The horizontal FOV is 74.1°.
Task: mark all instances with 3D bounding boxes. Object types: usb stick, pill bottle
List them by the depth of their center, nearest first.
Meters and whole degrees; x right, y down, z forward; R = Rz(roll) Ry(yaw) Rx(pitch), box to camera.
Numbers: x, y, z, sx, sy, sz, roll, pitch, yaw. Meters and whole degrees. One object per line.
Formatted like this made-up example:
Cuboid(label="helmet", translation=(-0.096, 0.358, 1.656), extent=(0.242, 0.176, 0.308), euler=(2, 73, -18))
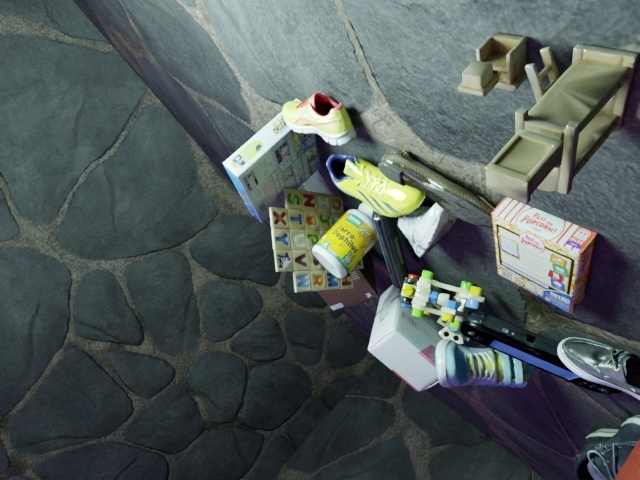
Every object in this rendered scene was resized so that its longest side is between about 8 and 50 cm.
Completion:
Cuboid(label="usb stick", translation=(0.191, 0.017, 1.138), extent=(0.045, 0.077, 0.278), euler=(-1, 133, 26))
Cuboid(label="pill bottle", translation=(0.086, -0.010, 1.152), extent=(0.117, 0.208, 0.118), euler=(41, 167, 12))

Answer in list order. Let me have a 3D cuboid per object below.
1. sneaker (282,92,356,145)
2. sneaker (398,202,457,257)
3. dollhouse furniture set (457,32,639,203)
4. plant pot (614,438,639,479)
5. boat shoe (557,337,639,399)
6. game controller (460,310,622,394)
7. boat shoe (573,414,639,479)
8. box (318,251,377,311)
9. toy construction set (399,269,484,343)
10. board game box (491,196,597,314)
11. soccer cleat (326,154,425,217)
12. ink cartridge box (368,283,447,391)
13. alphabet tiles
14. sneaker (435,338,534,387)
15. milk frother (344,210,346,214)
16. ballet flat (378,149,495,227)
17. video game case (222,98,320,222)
Cuboid(label="sneaker", translation=(-0.009, -0.281, 0.915), extent=(0.208, 0.081, 0.094), euler=(28, 153, 36))
Cuboid(label="sneaker", translation=(0.216, -0.039, 0.923), extent=(0.115, 0.090, 0.232), euler=(46, 168, 13))
Cuboid(label="dollhouse furniture set", translation=(0.202, -0.117, 0.461), extent=(0.161, 0.182, 0.101), euler=(35, 165, 39))
Cuboid(label="plant pot", translation=(0.574, 0.347, 0.543), extent=(0.267, 0.267, 0.236), euler=(45, 166, 2))
Cuboid(label="boat shoe", translation=(0.544, 0.232, 0.752), extent=(0.228, 0.080, 0.076), euler=(33, 157, 42))
Cuboid(label="game controller", translation=(0.466, 0.248, 0.925), extent=(0.319, 0.067, 0.166), euler=(22, 158, 22))
Cuboid(label="boat shoe", translation=(0.712, 0.514, 0.950), extent=(0.186, 0.156, 0.500), euler=(41, 166, 26))
Cuboid(label="box", translation=(0.080, 0.098, 1.451), extent=(0.167, 0.168, 0.203), euler=(55, -158, -37))
Cuboid(label="toy construction set", translation=(0.331, 0.173, 1.148), extent=(0.214, 0.151, 0.328), euler=(13, 160, 25))
Cuboid(label="board game box", translation=(0.371, 0.029, 0.718), extent=(0.146, 0.045, 0.194), euler=(35, 165, 40))
Cuboid(label="soccer cleat", translation=(0.108, -0.129, 0.936), extent=(0.121, 0.093, 0.289), euler=(37, 177, -36))
Cuboid(label="ink cartridge box", translation=(0.274, 0.274, 1.287), extent=(0.207, 0.117, 0.283), euler=(40, -150, -6))
Cuboid(label="alphabet tiles", translation=(0.000, 0.000, 1.207), extent=(0.342, 0.286, 0.011), euler=(2, 167, -44))
Cuboid(label="sneaker", translation=(0.437, 0.324, 1.114), extent=(0.208, 0.127, 0.319), euler=(-10, 162, 32))
Cuboid(label="milk frother", translation=(0.049, -0.065, 1.422), extent=(0.134, 0.129, 0.143), euler=(39, -150, 29))
Cuboid(label="ballet flat", translation=(0.220, -0.103, 0.787), extent=(0.249, 0.058, 0.084), euler=(34, 168, 27))
Cuboid(label="video game case", translation=(-0.112, -0.197, 1.109), extent=(0.061, 0.244, 0.269), euler=(42, 168, 17))
